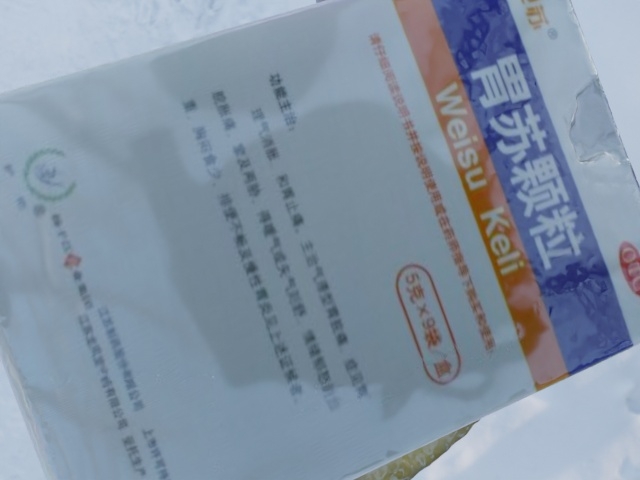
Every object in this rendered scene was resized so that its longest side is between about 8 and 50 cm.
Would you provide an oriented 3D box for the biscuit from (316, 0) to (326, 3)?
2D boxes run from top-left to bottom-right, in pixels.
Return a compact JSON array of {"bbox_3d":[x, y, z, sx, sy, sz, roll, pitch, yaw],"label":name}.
[{"bbox_3d":[0.052,-0.220,0.765,0.073,0.107,0.388,-26,116,-7],"label":"biscuit"}]

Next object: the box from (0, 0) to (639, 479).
[{"bbox_3d":[0.000,0.000,0.364,0.299,0.106,0.200,-20,90,-14],"label":"box"}]

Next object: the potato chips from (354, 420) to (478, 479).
[{"bbox_3d":[0.035,0.176,0.628,0.407,0.057,0.080,-29,98,-12],"label":"potato chips"}]
